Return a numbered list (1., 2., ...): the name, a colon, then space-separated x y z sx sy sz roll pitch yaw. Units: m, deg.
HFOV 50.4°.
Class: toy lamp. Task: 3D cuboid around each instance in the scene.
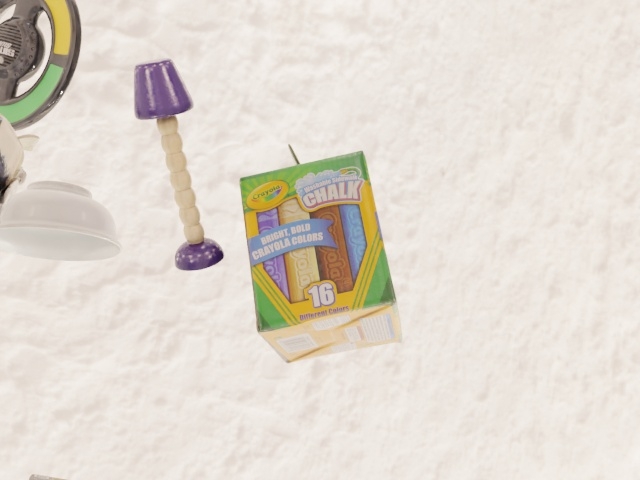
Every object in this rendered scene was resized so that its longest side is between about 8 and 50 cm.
1. toy lamp: -0.189 -0.099 0.900 0.080 0.080 0.274 -25 118 -37

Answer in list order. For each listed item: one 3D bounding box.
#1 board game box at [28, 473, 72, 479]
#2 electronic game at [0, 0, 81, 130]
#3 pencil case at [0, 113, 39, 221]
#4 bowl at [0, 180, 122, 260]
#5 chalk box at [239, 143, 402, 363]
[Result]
1. board game box: -0.448 0.503 1.208 0.170 0.048 0.141 15 81 -15
2. electronic game: -0.421 -0.264 0.939 0.048 0.229 0.229 12 82 -66
3. pencil case: -0.353 0.062 0.554 0.183 0.160 0.410 9 70 -23
4. bowl: -0.599 -0.050 1.547 0.298 0.298 0.134 15 69 -40
5. chalk box: 0.000 0.000 0.957 0.180 0.179 0.289 66 14 -65
